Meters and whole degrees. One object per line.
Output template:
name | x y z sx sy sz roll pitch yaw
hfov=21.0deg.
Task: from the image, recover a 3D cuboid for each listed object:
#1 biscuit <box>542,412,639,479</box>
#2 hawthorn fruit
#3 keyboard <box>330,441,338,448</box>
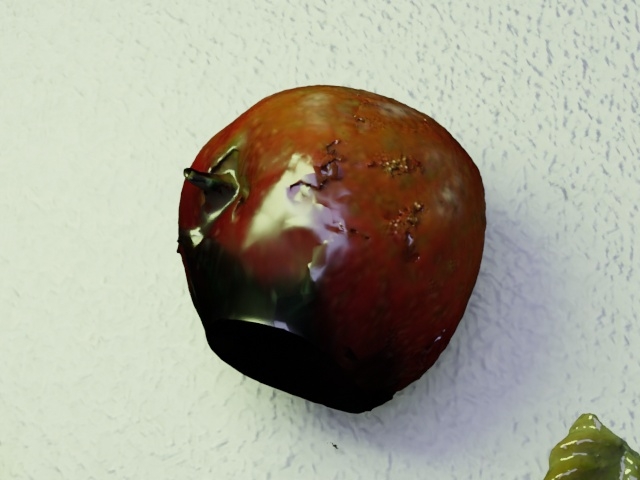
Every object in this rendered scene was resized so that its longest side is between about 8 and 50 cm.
biscuit | 0.299 0.292 1.505 0.273 0.036 0.187 30 77 -2
hawthorn fruit | 0.012 0.009 1.593 0.316 0.316 0.316 -3 66 7
keyboard | -0.090 0.335 1.568 0.103 0.041 0.381 19 55 20
